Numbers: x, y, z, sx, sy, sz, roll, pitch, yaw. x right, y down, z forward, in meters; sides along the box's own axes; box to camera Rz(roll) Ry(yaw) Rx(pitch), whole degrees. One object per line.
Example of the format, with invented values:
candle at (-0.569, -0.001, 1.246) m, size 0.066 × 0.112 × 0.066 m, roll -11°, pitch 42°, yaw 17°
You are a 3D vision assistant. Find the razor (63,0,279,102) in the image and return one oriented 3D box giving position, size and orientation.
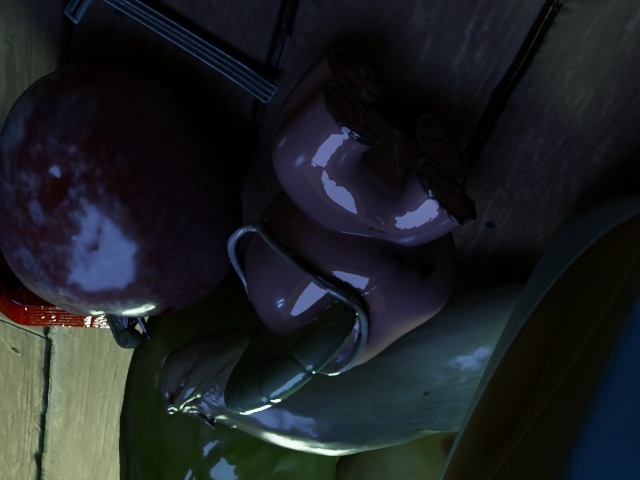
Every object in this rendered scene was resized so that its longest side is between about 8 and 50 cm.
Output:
razor at (-0.120, -0.176, 1.258) m, size 0.191 × 0.037 × 0.068 m, roll 29°, pitch 108°, yaw -20°

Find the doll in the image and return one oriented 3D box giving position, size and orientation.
doll at (0.000, 0.000, 1.266) m, size 0.216 × 0.284 × 0.268 m, roll 38°, pitch 118°, yaw -19°

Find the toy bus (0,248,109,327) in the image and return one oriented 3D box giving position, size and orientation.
toy bus at (-0.312, 0.047, 1.652) m, size 0.195 × 0.089 × 0.081 m, roll 3°, pitch 152°, yaw -11°

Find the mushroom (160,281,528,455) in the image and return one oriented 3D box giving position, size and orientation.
mushroom at (0.049, 0.126, 1.410) m, size 0.397 × 0.126 × 0.177 m, roll -12°, pitch 140°, yaw 1°

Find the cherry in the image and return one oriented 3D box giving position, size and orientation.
cherry at (-0.190, -0.033, 1.363) m, size 0.236 × 0.213 × 0.285 m, roll -6°, pitch 119°, yaw 12°

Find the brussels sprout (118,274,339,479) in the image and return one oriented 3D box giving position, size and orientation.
brussels sprout at (-0.097, 0.196, 1.595) m, size 0.247 × 0.328 × 0.328 m, roll -4°, pitch 154°, yaw -14°

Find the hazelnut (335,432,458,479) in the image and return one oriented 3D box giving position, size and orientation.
hazelnut at (0.096, 0.271, 1.691) m, size 0.261 × 0.241 × 0.261 m, roll -9°, pitch 148°, yaw -5°

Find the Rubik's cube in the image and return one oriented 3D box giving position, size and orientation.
Rubik's cube at (0.310, 0.181, 1.152) m, size 0.352 × 0.352 × 0.347 m, roll 22°, pitch 176°, yaw -5°

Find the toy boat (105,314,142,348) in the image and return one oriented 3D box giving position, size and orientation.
toy boat at (-0.226, 0.025, 1.581) m, size 0.071 × 0.185 × 0.089 m, roll -41°, pitch 156°, yaw 20°
